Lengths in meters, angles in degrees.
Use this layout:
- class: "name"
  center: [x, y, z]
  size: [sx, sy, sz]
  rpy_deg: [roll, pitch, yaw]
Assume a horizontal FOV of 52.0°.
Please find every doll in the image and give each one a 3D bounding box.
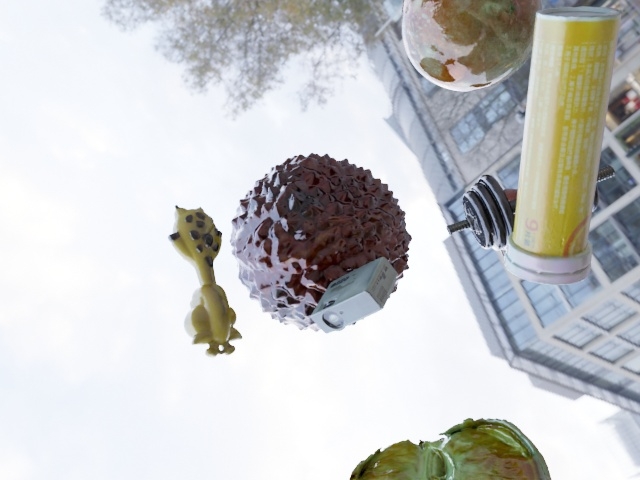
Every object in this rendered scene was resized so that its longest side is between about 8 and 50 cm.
- class: "doll"
  center: [-0.212, 0.071, 1.203]
  size: [0.117, 0.086, 0.290]
  rpy_deg: [-4, -106, -40]

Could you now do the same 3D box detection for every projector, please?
- class: "projector"
  center: [0.066, 0.107, 1.236]
  size: [0.061, 0.147, 0.115]
  rpy_deg: [51, -142, -12]

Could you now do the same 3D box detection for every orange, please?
- class: "orange"
  center: [0.221, 0.433, 1.105]
  size: [0.196, 0.335, 0.262]
  rpy_deg: [59, -168, -27]

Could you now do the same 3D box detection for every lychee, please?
- class: "lychee"
  center: [0.000, 0.000, 1.538]
  size: [0.424, 0.424, 0.500]
  rpy_deg: [44, -170, -6]

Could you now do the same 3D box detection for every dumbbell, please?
- class: "dumbbell"
  center: [0.251, -0.048, 0.789]
  size: [0.099, 0.209, 0.099]
  rpy_deg: [-20, -90, -89]

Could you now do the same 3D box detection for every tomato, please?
- class: "tomato"
  center: [0.292, -0.419, 1.234]
  size: [0.270, 0.270, 0.223]
  rpy_deg: [38, 174, -16]

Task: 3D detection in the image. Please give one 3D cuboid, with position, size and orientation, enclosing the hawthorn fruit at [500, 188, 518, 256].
- class: "hawthorn fruit"
  center: [0.480, -0.035, 1.671]
  size: [0.162, 0.163, 0.203]
  rpy_deg: [45, -109, -3]

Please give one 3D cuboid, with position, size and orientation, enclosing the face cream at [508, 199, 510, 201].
- class: "face cream"
  center: [0.405, -0.055, 1.552]
  size: [0.091, 0.095, 0.091]
  rpy_deg: [11, -130, -14]

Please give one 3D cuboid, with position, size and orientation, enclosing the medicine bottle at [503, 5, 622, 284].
- class: "medicine bottle"
  center: [0.197, -0.074, 0.538]
  size: [0.074, 0.218, 0.074]
  rpy_deg: [-2, -155, 1]
